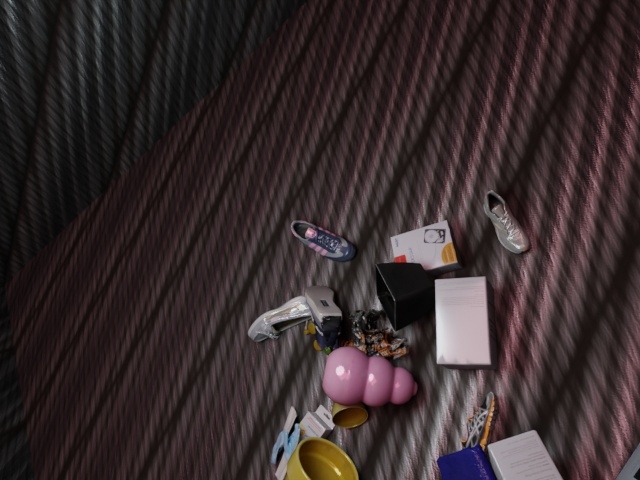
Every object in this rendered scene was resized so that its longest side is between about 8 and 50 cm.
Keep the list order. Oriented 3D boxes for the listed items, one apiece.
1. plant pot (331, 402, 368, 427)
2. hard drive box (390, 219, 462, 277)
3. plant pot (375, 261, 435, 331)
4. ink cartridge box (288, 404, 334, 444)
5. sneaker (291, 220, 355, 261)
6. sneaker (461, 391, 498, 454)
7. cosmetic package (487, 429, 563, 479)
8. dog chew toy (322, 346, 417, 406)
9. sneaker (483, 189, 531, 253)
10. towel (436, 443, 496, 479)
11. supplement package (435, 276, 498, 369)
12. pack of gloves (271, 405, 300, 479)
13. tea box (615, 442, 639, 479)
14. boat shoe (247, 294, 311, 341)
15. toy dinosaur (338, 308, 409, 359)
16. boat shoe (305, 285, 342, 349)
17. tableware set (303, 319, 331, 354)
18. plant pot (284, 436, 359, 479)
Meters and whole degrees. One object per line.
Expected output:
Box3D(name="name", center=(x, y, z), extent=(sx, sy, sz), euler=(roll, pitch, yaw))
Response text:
Box3D(name="plant pot", center=(0.103, 0.623, 1.820), extent=(0.134, 0.134, 0.095), euler=(-32, 36, 15))
Box3D(name="hard drive box", center=(0.408, 0.047, 1.882), extent=(0.232, 0.089, 0.180), euler=(-19, 63, 22))
Box3D(name="plant pot", center=(0.312, 0.188, 1.769), extent=(0.167, 0.188, 0.187), euler=(-15, 44, -8))
Box3D(name="ink cartridge box", center=(-0.031, 0.737, 1.877), extent=(0.104, 0.062, 0.181), euler=(36, 91, 35))
Box3D(name="sneaker", center=(0.000, 0.000, 2.098), extent=(0.319, 0.131, 0.112), euler=(22, 83, 33))
Box3D(name="sneaker", center=(0.530, 0.604, 1.610), extent=(0.083, 0.084, 0.214), euler=(14, 80, 37))
Box3D(name="cosmetic package", center=(0.618, 0.760, 1.336), extent=(0.156, 0.217, 0.384), euler=(-21, 42, 3))
Box3D(name="dog chew toy", center=(0.178, 0.499, 1.738), extent=(0.333, 0.206, 0.206), euler=(11, 75, 2))
Box3D(name="sneaker", center=(0.666, -0.070, 1.766), extent=(0.099, 0.121, 0.262), euler=(-34, 59, 15))
Box3D(name="towel", center=(0.494, 0.808, 1.505), extent=(0.227, 0.076, 0.308), euler=(-54, 48, 49))
Box3D(name="supplement package", center=(0.505, 0.291, 1.683), extent=(0.178, 0.175, 0.292), euler=(-6, 68, 26))
Box3D(name="pack of gloves", center=(-0.147, 0.778, 1.860), extent=(0.231, 0.046, 0.195), euler=(-67, 18, 2))
Box3D(name="tea box", center=(0.931, 0.729, 1.229), extent=(0.324, 0.220, 0.328), euler=(35, 90, 24))
Box3D(name="boat shoe", center=(-0.167, 0.350, 2.070), extent=(0.321, 0.118, 0.103), euler=(-30, 55, 8))
Box3D(name="toy dinosaur", center=(0.178, 0.374, 1.856), extent=(0.323, 0.164, 0.218), euler=(-4, 84, 16))
Box3D(name="boat shoe", center=(0.005, 0.305, 1.943), extent=(0.127, 0.340, 0.157), euler=(1, 106, -8))
Box3D(name="tableware set", center=(-0.009, 0.401, 2.004), extent=(0.154, 0.024, 0.103), euler=(27, 116, 36))
Box3D(name="plant pot", center=(-0.030, 0.880, 1.729), extent=(0.254, 0.254, 0.238), euler=(43, 110, 34))
